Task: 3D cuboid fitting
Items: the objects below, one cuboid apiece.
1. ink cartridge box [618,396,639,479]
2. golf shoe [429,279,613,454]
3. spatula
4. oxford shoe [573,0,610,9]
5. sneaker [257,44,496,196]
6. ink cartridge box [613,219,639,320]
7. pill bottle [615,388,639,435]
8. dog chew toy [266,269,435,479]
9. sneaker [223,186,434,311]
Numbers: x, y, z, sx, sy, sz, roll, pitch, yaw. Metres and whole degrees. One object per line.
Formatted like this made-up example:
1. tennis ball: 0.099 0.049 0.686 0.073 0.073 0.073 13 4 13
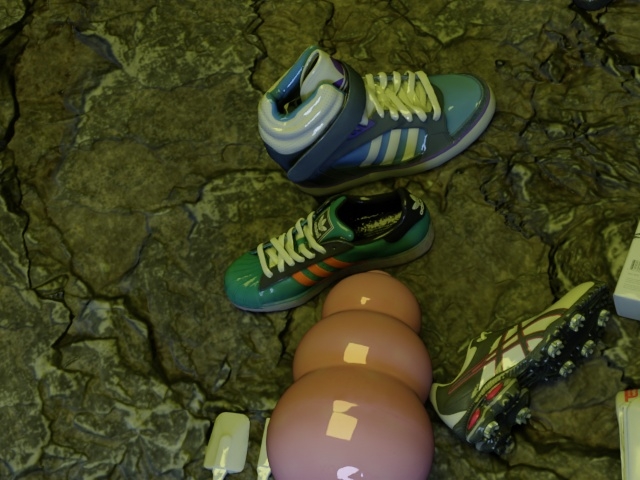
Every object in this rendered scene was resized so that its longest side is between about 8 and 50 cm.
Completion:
1. ink cartridge box: 0.450 0.283 1.616 0.223 0.307 0.129 -5 60 15
2. golf shoe: 0.253 0.137 1.888 0.273 0.105 0.120 -44 51 -11
3. spatula: -0.083 0.338 1.928 0.168 0.019 0.242 5 64 14
4. oxford shoe: 0.441 -0.443 2.165 0.083 0.096 0.227 26 70 30
5. sneaker: 0.071 -0.190 2.050 0.323 0.236 0.130 -21 57 5
6. ink cartridge box: 0.449 0.031 1.907 0.109 0.063 0.150 14 66 24
7. pill bottle: 0.438 0.214 1.792 0.160 0.087 0.087 -9 59 12
8. dog chew toy: 0.049 0.183 1.875 0.207 0.206 0.331 -1 52 17
9. sneaker: 0.000 0.000 2.032 0.302 0.121 0.108 -21 57 5
